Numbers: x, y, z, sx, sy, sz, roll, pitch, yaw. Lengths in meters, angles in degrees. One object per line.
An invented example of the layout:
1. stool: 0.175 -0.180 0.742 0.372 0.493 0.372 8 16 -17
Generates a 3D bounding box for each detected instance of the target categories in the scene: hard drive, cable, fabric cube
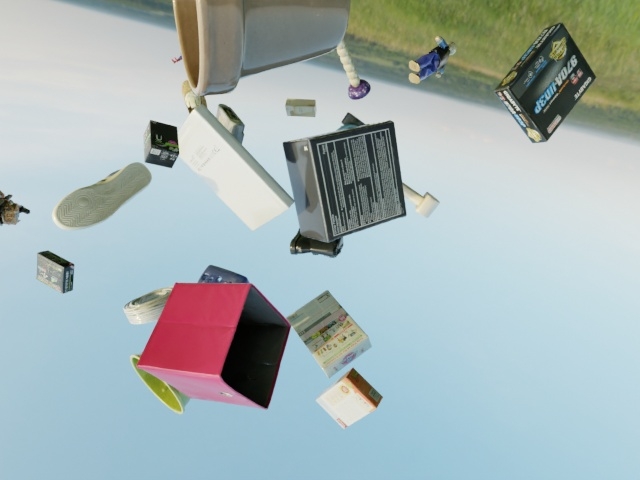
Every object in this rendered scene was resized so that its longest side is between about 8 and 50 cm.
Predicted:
1. hard drive: -0.259 -0.193 1.287 0.353 0.233 0.047 47 -125 -14
2. cable: -0.742 0.288 2.012 0.257 0.089 0.257 -4 -163 40
3. fabric cube: -0.271 0.281 1.208 0.259 0.254 0.258 -2 -126 24

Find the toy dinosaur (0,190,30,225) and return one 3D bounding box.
1. toy dinosaur: -0.893 -0.082 1.157 0.322 0.164 0.219 -12 172 42

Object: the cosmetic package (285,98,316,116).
1. cosmetic package: -0.075 -0.513 1.736 0.115 0.060 0.041 4 -116 8

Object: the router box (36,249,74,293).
1. router box: -0.806 0.095 1.364 0.123 0.092 0.038 23 -159 19

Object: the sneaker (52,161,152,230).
1. sneaker: -0.740 -0.138 1.522 0.148 0.131 0.350 -12 -157 48

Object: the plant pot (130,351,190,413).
1. plant pot: -0.507 0.445 1.661 0.276 0.275 0.254 25 -132 28

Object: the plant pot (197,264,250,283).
1. plant pot: -0.440 0.277 1.987 0.236 0.235 0.212 16 -131 30

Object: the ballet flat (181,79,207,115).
1. ballet flat: -0.410 -0.433 1.501 0.073 0.206 0.067 -19 -160 0

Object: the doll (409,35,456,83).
1. doll: 0.340 -0.539 1.326 0.189 0.129 0.046 -37 -130 -23

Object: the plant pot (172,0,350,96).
1. plant pot: -0.089 -0.354 0.661 0.230 0.262 0.263 -11 -151 -21

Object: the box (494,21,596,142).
1. box: 0.539 -0.373 1.072 0.175 0.220 0.051 43 171 -20

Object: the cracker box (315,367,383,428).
1. cracker box: 0.105 0.598 1.696 0.156 0.232 0.067 44 -140 5

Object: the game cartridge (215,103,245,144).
1. game cartridge: -0.325 -0.335 1.518 0.062 0.197 0.297 12 -158 -27

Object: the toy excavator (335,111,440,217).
1. toy excavator: 0.237 -0.284 1.819 0.433 0.222 0.445 30 -162 -20

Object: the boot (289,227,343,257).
1. boot: 0.000 0.000 1.922 0.208 0.094 0.246 4 -156 13

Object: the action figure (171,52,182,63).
1. action figure: -0.529 -0.727 1.752 0.038 0.030 0.115 -5 -148 47

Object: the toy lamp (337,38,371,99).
1. toy lamp: 0.064 -0.503 1.204 0.080 0.080 0.274 31 168 38

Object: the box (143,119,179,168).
1. box: -0.346 -0.209 0.974 0.062 0.052 0.083 10 -128 -35

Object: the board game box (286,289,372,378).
1. board game box: 0.032 0.381 1.869 0.224 0.097 0.303 -33 -132 -12

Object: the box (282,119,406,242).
1. box: 0.074 -0.182 1.345 0.294 0.295 0.183 -18 -164 -28
